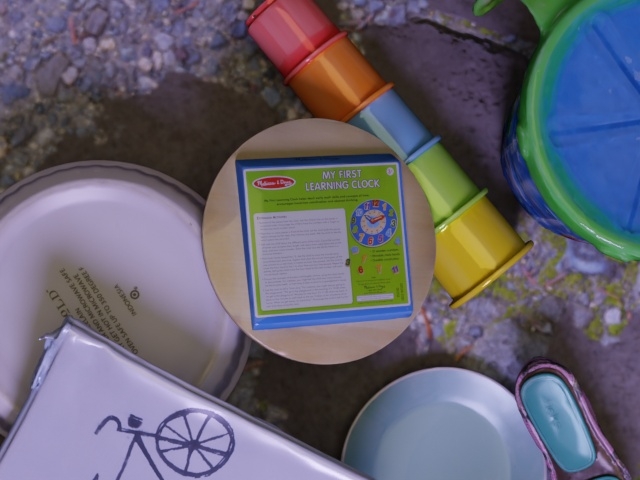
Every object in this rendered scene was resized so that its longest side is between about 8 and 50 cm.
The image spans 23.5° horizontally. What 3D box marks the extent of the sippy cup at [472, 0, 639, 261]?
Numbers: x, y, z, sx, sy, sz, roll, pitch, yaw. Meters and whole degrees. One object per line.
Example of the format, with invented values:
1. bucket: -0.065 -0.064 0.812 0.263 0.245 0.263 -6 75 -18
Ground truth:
1. sippy cup: 0.259 -0.090 1.318 0.240 0.224 0.305 -4 86 -9

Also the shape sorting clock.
1. shape sorting clock: 0.000 0.000 1.276 0.206 0.040 0.206 2 85 -21

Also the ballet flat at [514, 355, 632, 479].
1. ballet flat: 0.236 0.201 1.364 0.077 0.079 0.221 -23 94 21

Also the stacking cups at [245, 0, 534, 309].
1. stacking cups: 0.052 -0.086 1.368 0.096 0.096 0.316 -40 86 -9

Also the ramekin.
1. ramekin: -0.186 0.058 1.296 0.273 0.127 0.272 1 85 -8

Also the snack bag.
1. snack bag: -0.124 0.254 1.251 0.343 0.037 0.323 28 117 -6

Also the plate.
1. plate: 0.109 0.207 1.376 0.188 0.024 0.188 1 85 -7
